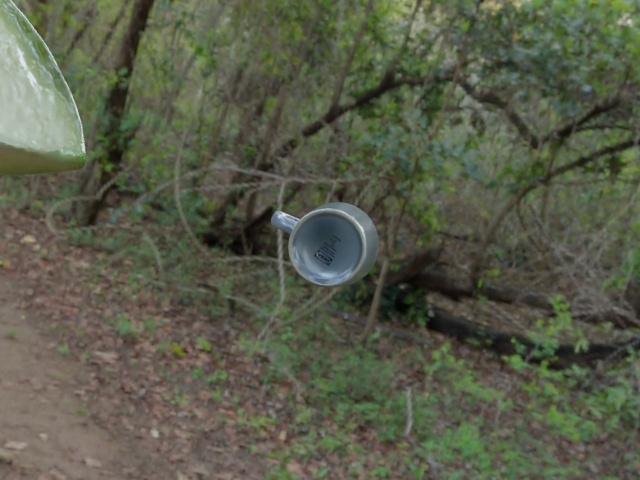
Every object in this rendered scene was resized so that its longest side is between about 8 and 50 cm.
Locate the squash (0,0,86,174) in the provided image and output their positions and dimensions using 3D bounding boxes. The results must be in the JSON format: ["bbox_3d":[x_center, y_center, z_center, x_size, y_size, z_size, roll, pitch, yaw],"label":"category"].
[{"bbox_3d":[-0.227,-0.101,0.271,0.289,0.111,0.203,-3,-18,-16],"label":"squash"}]

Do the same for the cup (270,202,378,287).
[{"bbox_3d":[0.000,0.000,0.754,0.100,0.078,0.077,24,5,7],"label":"cup"}]
